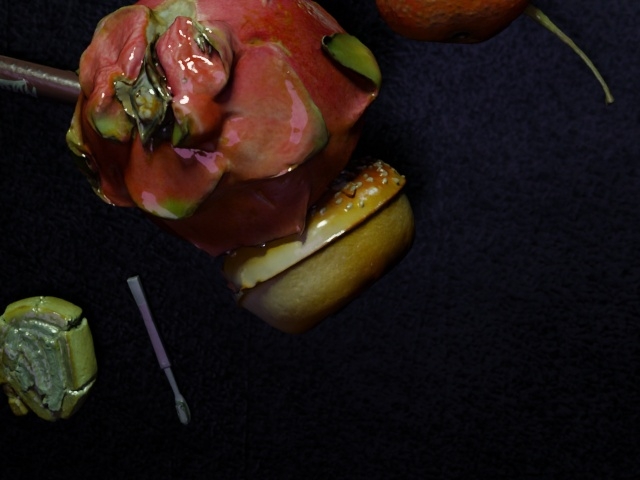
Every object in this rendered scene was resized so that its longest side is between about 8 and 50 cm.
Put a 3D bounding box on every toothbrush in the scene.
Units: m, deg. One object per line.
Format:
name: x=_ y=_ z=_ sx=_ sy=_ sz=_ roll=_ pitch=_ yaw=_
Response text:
toothbrush: x=-0.255 y=-0.164 z=1.403 sx=0.364 sy=0.041 sz=0.040 roll=14 pitch=109 yaw=5
toothbrush: x=-0.192 y=0.133 z=1.500 sx=0.014 sy=0.017 sz=0.194 roll=-17 pitch=102 yaw=9

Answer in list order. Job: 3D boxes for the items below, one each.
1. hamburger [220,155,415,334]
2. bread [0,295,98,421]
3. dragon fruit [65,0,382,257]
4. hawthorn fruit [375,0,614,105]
hamburger: x=-0.002 y=0.002 z=1.315 sx=0.237 sy=0.237 sz=0.147 roll=-39 pitch=90 yaw=19
bread: x=-0.331 y=0.144 z=1.502 sx=0.118 sy=0.064 sz=0.156 roll=-10 pitch=104 yaw=14
dragon fruit: x=-0.116 y=-0.155 z=1.213 sx=0.305 sy=0.305 sz=0.226 roll=-27 pitch=140 yaw=17
hawthorn fruit: x=0.191 y=-0.241 z=1.249 sx=0.285 sy=0.165 sz=0.165 roll=27 pitch=110 yaw=-5
